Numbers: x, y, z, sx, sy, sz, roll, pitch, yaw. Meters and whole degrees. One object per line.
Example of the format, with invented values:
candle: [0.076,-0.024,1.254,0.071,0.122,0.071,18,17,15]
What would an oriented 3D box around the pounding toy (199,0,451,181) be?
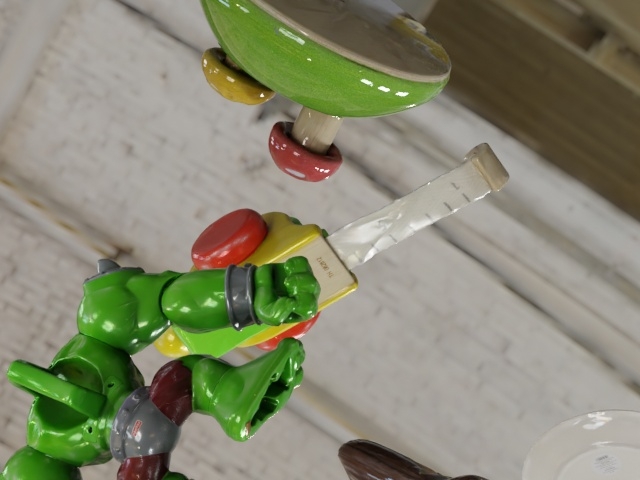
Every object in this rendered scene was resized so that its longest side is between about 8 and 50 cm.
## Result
pounding toy: [-0.041,-0.119,1.166,0.237,0.110,0.183,19,-157,-25]

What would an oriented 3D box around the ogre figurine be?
ogre figurine: [-0.085,0.087,0.870,0.118,0.197,0.097,21,-170,20]

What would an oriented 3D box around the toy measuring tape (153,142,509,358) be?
toy measuring tape: [0.000,0.000,1.492,0.121,0.330,0.121,55,-168,-18]

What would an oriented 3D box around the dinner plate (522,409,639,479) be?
dinner plate: [0.224,0.184,1.366,0.141,0.141,0.017,26,-146,-12]

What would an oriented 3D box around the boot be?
boot: [0.069,0.128,0.814,0.106,0.037,0.114,41,161,-26]
